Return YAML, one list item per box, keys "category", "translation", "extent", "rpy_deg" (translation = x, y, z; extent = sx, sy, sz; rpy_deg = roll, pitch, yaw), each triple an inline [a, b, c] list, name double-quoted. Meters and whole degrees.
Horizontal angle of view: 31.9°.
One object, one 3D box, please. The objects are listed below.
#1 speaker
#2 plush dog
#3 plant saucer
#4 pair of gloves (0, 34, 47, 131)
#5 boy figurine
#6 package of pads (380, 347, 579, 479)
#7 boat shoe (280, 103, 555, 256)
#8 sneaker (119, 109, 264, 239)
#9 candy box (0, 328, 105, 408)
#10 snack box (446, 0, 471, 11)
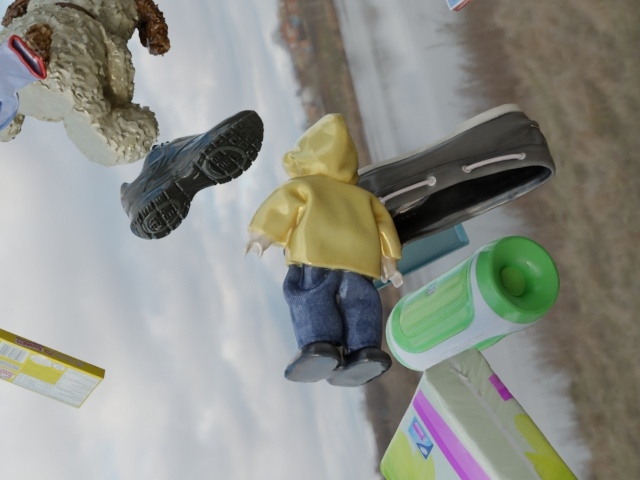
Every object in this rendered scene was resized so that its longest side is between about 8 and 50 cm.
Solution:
- category: "speaker"
  translation: [0.202, 0.094, 1.552]
  extent: [0.296, 0.131, 0.131]
  rpy_deg: [-41, 57, 59]
- category: "plush dog"
  translation: [-0.312, -0.241, 1.377]
  extent: [0.210, 0.262, 0.225]
  rpy_deg: [95, -174, -50]
- category: "plant saucer"
  translation: [0.104, 0.010, 1.428]
  extent: [0.018, 0.192, 0.067]
  rpy_deg: [-17, 97, 61]
- category: "pair of gloves"
  translation: [-0.351, -0.193, 1.061]
  extent: [0.198, 0.159, 0.023]
  rpy_deg: [53, -136, -17]
- category: "boy figurine"
  translation: [0.000, 0.000, 1.142]
  extent: [0.092, 0.177, 0.285]
  rpy_deg: [135, 135, -54]
- category: "package of pads"
  translation: [0.198, 0.307, 1.280]
  extent: [0.296, 0.101, 0.229]
  rpy_deg: [55, 149, 28]
- category: "boat shoe"
  translation: [0.113, -0.043, 1.296]
  extent: [0.095, 0.335, 0.112]
  rpy_deg: [62, -178, 32]
- category: "sneaker"
  translation: [-0.224, -0.133, 1.876]
  extent: [0.130, 0.286, 0.109]
  rpy_deg: [51, 177, 38]
- category: "candy box"
  translation: [-0.480, 0.217, 1.899]
  extent: [0.206, 0.105, 0.027]
  rpy_deg: [26, -138, -22]
- category: "snack box"
  translation: [0.255, -0.425, 1.712]
  extent: [0.022, 0.178, 0.064]
  rpy_deg: [-5, -110, -44]
